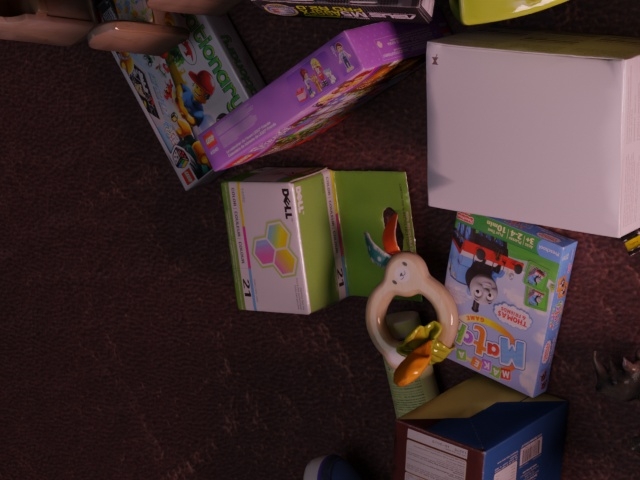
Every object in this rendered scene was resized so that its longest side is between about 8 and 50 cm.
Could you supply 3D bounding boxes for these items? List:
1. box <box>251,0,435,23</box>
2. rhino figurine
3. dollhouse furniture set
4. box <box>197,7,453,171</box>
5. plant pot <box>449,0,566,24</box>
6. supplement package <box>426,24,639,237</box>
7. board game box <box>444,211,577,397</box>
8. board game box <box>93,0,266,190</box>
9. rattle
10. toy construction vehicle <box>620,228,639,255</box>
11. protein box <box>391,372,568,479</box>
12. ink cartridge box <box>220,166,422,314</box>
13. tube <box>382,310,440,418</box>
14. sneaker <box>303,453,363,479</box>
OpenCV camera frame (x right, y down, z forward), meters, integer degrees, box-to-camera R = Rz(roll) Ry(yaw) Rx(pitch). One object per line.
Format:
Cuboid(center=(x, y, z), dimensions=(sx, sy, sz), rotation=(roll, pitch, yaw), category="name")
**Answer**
Cuboid(center=(0.044, -0.400, 1.888), dimensions=(0.216, 0.060, 0.270), rotation=(5, 80, 21), category="box")
Cuboid(center=(0.416, 0.212, 1.876), dimensions=(0.243, 0.073, 0.106), rotation=(44, 131, 22), category="rhino figurine")
Cuboid(center=(-0.342, -0.424, 2.127), dimensions=(0.394, 0.256, 0.362), rotation=(-27, 72, 42), category="dollhouse furniture set")
Cuboid(center=(0.007, -0.190, 2.002), dimensions=(0.293, 0.201, 0.057), rotation=(-31, 84, 42), category="box")
Cuboid(center=(0.238, -0.361, 1.721), dimensions=(0.207, 0.227, 0.228), rotation=(-4, 103, 2), category="plant pot")
Cuboid(center=(0.269, -0.133, 1.840), dimensions=(0.261, 0.145, 0.204), rotation=(11, 111, 38), category="supplement package")
Cuboid(center=(0.231, 0.073, 2.007), dimensions=(0.160, 0.039, 0.212), rotation=(23, 119, 32), category="board game box")
Cuboid(center=(-0.191, -0.248, 2.246), dimensions=(0.193, 0.053, 0.305), rotation=(-35, 80, 40), category="board game box")
Cuboid(center=(0.089, 0.074, 2.010), dimensions=(0.130, 0.142, 0.200), rotation=(-8, 98, 41), category="rattle")
Cuboid(center=(0.411, 0.010, 1.845), dimensions=(0.098, 0.035, 0.086), rotation=(-37, 77, 47), category="toy construction vehicle")
Cuboid(center=(0.199, 0.305, 1.999), dimensions=(0.136, 0.200, 0.201), rotation=(17, 114, 35), category="protein box")
Cuboid(center=(0.000, 0.000, 2.138), dimensions=(0.255, 0.097, 0.189), rotation=(2, 105, 40), category="ink cartridge box")
Cuboid(center=(0.130, 0.216, 2.130), dimensions=(0.070, 0.062, 0.240), rotation=(-151, 45, -76), category="tube")
Cuboid(center=(0.134, 0.412, 2.152), dimensions=(0.236, 0.130, 0.323), rotation=(-28, 80, 32), category="sneaker")
